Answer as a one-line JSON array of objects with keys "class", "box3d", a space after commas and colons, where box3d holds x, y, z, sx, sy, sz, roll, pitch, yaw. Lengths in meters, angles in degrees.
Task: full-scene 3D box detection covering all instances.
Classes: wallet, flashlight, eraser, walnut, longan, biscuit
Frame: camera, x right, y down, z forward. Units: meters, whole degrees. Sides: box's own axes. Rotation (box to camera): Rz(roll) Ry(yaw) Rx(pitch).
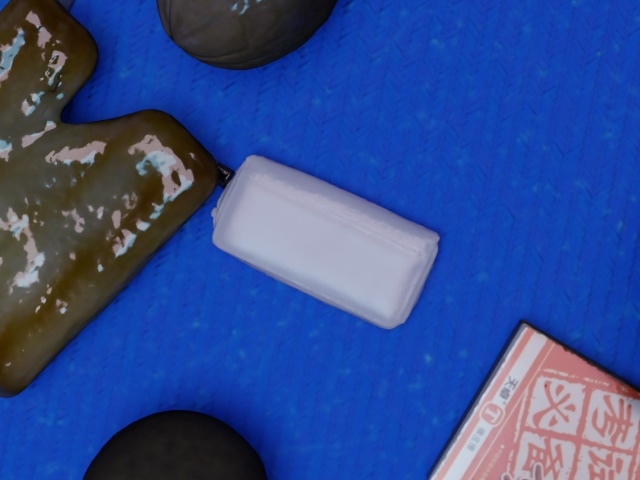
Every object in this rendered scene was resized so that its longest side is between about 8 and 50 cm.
[{"class": "wallet", "box3d": [0.000, 0.000, 1.005, 0.190, 0.033, 0.095, 23, 91, 5]}, {"class": "flashlight", "box3d": [-0.112, -0.073, 1.024, 0.083, 0.018, 0.018, 32, 93, 6]}, {"class": "eraser", "box3d": [0.223, 0.190, 0.974, 0.230, 0.038, 0.157, 31, 94, 6]}, {"class": "walnut", "box3d": [-0.054, -0.213, 0.961, 0.140, 0.140, 0.162, 37, 104, 5]}, {"class": "longan", "box3d": [-0.115, 0.230, 0.949, 0.167, 0.167, 0.187, -20, 80, 6]}, {"class": "biscuit", "box3d": [-0.253, -0.036, 1.008, 0.237, 0.062, 0.290, 43, 100, 0]}]

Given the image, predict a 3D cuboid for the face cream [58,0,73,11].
[{"class": "face cream", "box3d": [-0.181, -0.389, 1.000, 0.136, 0.086, 0.385, 27, 94, -28]}]
